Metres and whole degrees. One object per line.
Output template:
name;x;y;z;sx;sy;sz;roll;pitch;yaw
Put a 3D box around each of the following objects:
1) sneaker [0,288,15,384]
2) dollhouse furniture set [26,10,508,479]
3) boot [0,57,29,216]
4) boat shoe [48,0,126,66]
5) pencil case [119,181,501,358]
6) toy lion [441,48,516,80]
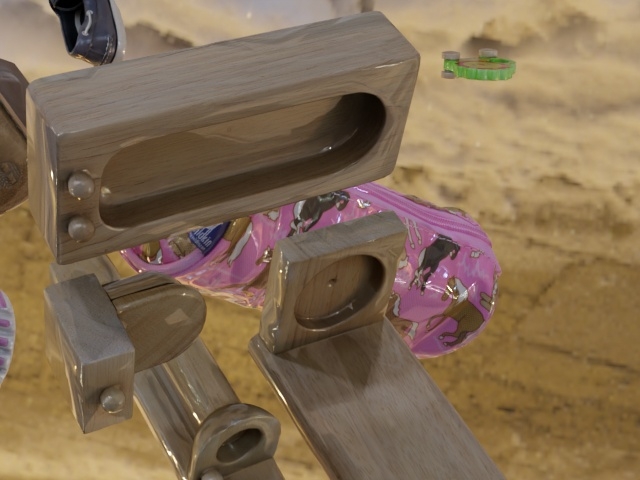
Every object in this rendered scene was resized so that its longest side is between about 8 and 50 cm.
sneaker;-0.346;0.149;1.219;0.095;0.236;0.104;12;-175;-6
dollhouse furniture set;0.000;0.033;0.392;0.144;0.123;0.151;-16;141;-26
boot;-0.304;-0.143;0.885;0.305;0.115;0.112;54;166;-9
boat shoe;-0.284;-0.288;1.489;0.065;0.206;0.075;1;146;-38
pencil case;0.000;0.000;1.158;0.167;0.160;0.386;11;172;44
toy lion;0.202;-0.212;1.572;0.100;0.034;0.096;-10;-160;-34
